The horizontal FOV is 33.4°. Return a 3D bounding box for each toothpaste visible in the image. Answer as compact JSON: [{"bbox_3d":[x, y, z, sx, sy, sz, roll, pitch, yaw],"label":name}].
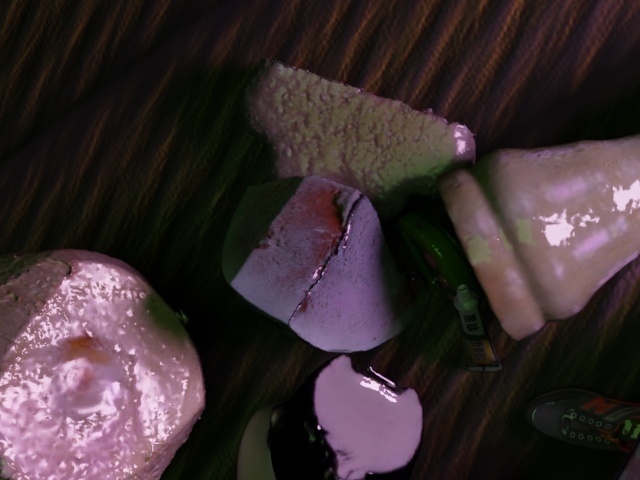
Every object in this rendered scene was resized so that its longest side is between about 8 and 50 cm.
[{"bbox_3d":[0.199,0.117,1.381,0.049,0.204,0.031,-2,54,16],"label":"toothpaste"}]

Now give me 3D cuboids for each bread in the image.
[{"bbox_3d":[0.039,-0.123,1.460,0.337,0.102,0.183,22,101,13],"label":"bread"}]

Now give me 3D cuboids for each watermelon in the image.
[{"bbox_3d":[0.000,0.000,1.398,0.289,0.319,0.214,52,127,37],"label":"watermelon"}]

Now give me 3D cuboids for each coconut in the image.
[{"bbox_3d":[-0.389,0.205,1.462,0.404,0.404,0.405,0,92,17],"label":"coconut"}]

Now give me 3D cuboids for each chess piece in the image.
[{"bbox_3d":[0.382,-0.069,1.297,0.442,0.234,0.234,-26,84,13],"label":"chess piece"}]

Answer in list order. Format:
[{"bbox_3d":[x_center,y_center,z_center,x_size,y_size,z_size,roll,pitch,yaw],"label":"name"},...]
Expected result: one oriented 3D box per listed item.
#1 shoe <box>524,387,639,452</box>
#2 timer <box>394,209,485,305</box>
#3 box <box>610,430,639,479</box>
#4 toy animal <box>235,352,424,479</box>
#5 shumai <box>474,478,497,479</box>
[{"bbox_3d":[0.360,0.237,1.380,0.194,0.077,0.074,6,94,16],"label":"shoe"},{"bbox_3d":[0.158,0.025,1.399,0.047,0.128,0.140,-36,120,-6],"label":"timer"},{"bbox_3d":[0.479,0.371,1.192,0.370,0.112,0.190,49,126,43],"label":"box"},{"bbox_3d":[0.008,0.282,1.425,0.212,0.212,0.267,54,141,9],"label":"toy animal"},{"bbox_3d":[0.137,0.421,1.343,0.261,0.222,0.225,-60,35,38],"label":"shumai"}]
